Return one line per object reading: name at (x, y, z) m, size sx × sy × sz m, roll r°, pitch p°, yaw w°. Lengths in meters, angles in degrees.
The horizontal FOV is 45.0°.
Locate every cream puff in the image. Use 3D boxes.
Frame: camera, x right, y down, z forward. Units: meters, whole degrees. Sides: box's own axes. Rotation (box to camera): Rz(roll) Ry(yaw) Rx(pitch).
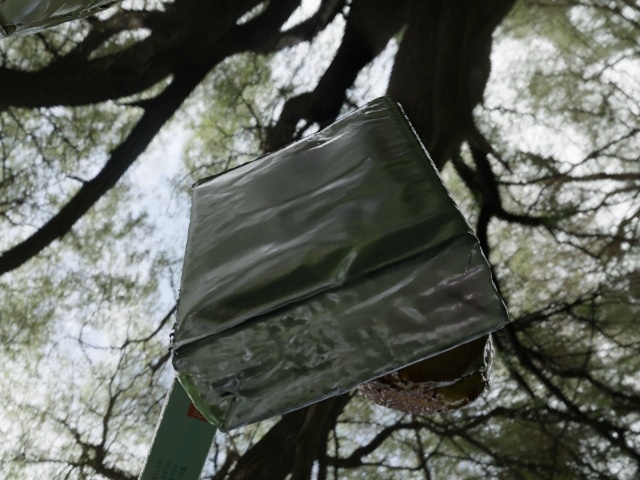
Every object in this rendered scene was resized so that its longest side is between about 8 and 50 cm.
cream puff at (0.149, 0.166, 1.181) m, size 0.240 × 0.164 × 0.240 m, roll 2°, pitch -144°, yaw -1°

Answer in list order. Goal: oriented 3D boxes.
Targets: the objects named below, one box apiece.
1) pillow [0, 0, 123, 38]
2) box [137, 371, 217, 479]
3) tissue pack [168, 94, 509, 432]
pillow at (-0.119, -0.182, 0.456) m, size 0.053 × 0.119 × 0.208 m, roll 45°, pitch -142°, yaw -1°
box at (-0.196, 0.286, 1.068) m, size 0.079 × 0.269 × 0.135 m, roll 19°, pitch -168°, yaw -6°
tissue pack at (0.000, 0.000, 0.823) m, size 0.394 × 0.288 × 0.124 m, roll -100°, pitch -14°, yaw -63°
